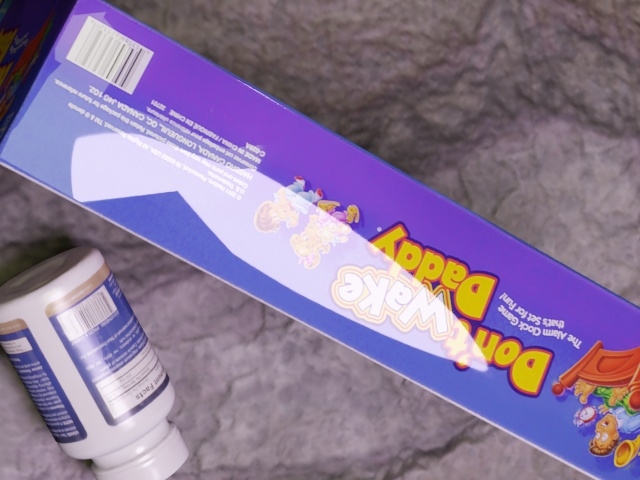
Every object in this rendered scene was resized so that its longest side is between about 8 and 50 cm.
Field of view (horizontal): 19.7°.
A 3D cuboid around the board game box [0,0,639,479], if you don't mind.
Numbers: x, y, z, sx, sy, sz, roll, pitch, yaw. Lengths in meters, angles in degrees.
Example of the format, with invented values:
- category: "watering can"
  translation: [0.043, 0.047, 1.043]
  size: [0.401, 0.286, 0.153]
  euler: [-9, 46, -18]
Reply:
- category: "board game box"
  translation: [0.000, 0.000, 0.882]
  size: [0.347, 0.233, 0.078]
  euler: [29, 88, -18]

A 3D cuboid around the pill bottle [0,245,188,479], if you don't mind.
- category: "pill bottle"
  translation: [-0.116, 0.069, 0.942]
  size: [0.067, 0.067, 0.120]
  euler: [-30, 104, -11]
